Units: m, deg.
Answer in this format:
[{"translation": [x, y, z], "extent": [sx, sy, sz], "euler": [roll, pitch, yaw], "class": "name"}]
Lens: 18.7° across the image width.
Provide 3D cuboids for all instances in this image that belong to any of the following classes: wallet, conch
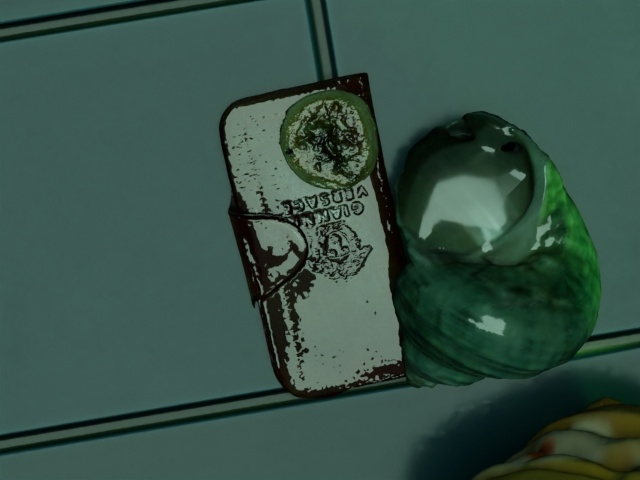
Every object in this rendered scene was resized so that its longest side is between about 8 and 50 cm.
[{"translation": [0.000, 0.000, 1.589], "extent": [0.137, 0.031, 0.255], "euler": [-13, 93, -2], "class": "wallet"}, {"translation": [0.129, 0.027, 1.542], "extent": [0.196, 0.134, 0.202], "euler": [36, 81, 23], "class": "conch"}]

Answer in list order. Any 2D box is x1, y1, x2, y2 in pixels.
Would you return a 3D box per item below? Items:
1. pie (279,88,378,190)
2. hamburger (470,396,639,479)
[{"translation": [0.008, -0.079, 1.559], "extent": [0.084, 0.021, 0.084], "euler": [0, 90, -4], "class": "pie"}, {"translation": [0.250, 0.249, 1.508], "extent": [0.276, 0.237, 0.276], "euler": [18, 125, 28], "class": "hamburger"}]
